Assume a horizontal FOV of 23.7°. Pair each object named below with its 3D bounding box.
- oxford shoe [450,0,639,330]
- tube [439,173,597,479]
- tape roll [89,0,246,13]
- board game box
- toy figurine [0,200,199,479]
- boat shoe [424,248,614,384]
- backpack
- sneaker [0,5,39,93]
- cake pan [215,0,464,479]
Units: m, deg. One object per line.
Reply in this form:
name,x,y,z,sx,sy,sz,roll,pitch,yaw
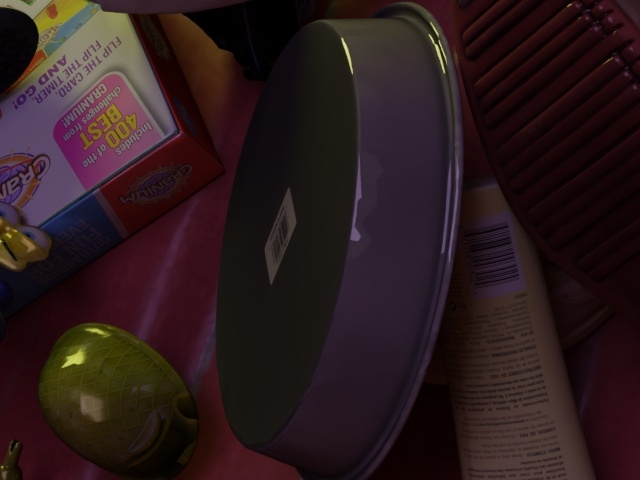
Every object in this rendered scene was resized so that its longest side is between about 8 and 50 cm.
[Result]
oxford shoe,0.197,-0.026,0.800,0.348,0.130,0.123,57,141,0
tube,0.105,0.084,0.856,0.070,0.062,0.240,2,106,66
tape roll,-0.092,-0.290,1.051,0.286,0.100,0.286,-5,54,6
board game box,-0.234,-0.116,1.186,0.242,0.064,0.316,-33,55,12
toy figurine,-0.277,0.059,0.975,0.362,0.217,0.191,39,95,22
boat shoe,0.159,-0.020,0.900,0.302,0.098,0.109,-30,56,13
backpack,-0.061,-0.191,1.106,0.084,0.105,0.114,-38,51,-20
sneaker,-0.320,-0.142,1.153,0.235,0.084,0.097,-21,57,20
cake pan,0.000,0.000,0.894,0.293,0.054,0.293,-171,90,-72
